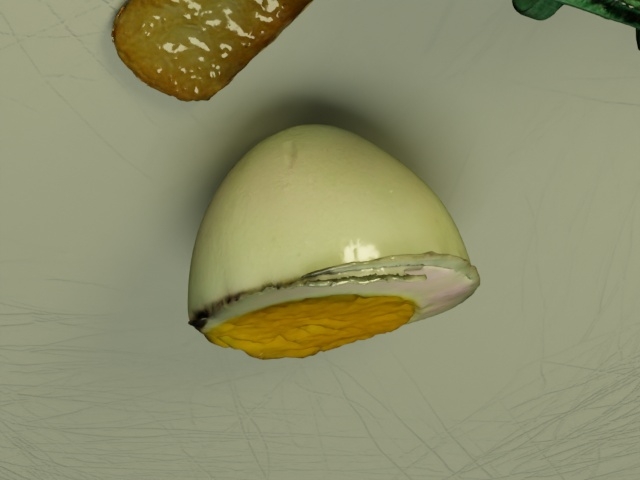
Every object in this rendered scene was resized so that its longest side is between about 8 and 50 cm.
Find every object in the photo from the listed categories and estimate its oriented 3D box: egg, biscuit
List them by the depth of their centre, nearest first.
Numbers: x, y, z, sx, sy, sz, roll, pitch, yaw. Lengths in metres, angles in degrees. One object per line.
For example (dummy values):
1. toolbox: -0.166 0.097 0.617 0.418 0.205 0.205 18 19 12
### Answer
1. biscuit: -0.071 -0.206 1.041 0.118 0.029 0.247 34 125 -26
2. egg: 0.004 -0.001 1.177 0.264 0.174 0.286 -11 161 6

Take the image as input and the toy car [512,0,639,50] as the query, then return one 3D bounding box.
1. toy car: 0.158 -0.206 0.871 0.141 0.321 0.097 15 108 -21
